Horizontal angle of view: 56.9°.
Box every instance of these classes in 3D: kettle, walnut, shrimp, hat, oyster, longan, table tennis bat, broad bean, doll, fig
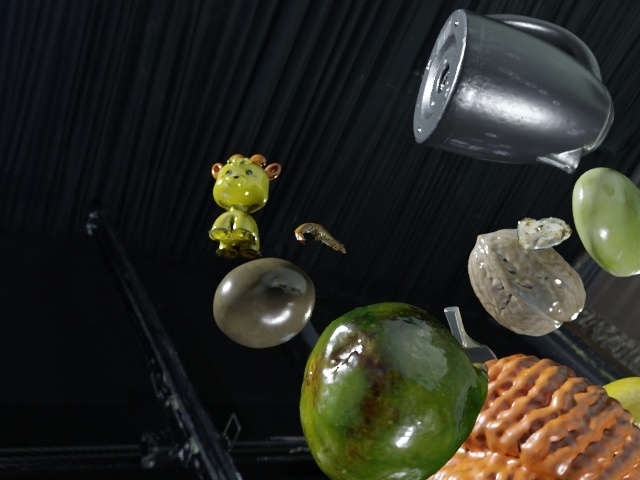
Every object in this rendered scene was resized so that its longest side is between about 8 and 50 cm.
[{"bbox_3d":[0.319,-0.246,0.930,0.290,0.269,0.207,13,160,-6],"label":"kettle"},{"bbox_3d":[0.378,0.076,1.115,0.230,0.178,0.178,47,-156,3],"label":"walnut"},{"bbox_3d":[0.000,0.000,1.350,0.127,0.025,0.091,32,-145,24],"label":"shrimp"},{"bbox_3d":[0.209,0.329,0.749,0.400,0.285,0.285,-25,-131,-30],"label":"hat"},{"bbox_3d":[0.340,-0.012,0.896,0.083,0.054,0.019,-2,-156,8],"label":"oyster"},{"bbox_3d":[-0.118,0.133,1.262,0.220,0.197,0.196,-19,-144,-9],"label":"longan"},{"bbox_3d":[0.302,0.240,1.218,0.130,0.221,0.019,-12,-168,39],"label":"table tennis bat"},{"bbox_3d":[0.544,-0.029,1.087,0.263,0.189,0.121,22,162,-27],"label":"broad bean"},{"bbox_3d":[-0.153,-0.083,1.166,0.142,0.135,0.221,-2,-121,7],"label":"doll"},{"bbox_3d":[0.097,0.162,0.630,0.244,0.195,0.195,4,-151,-21],"label":"fig"}]

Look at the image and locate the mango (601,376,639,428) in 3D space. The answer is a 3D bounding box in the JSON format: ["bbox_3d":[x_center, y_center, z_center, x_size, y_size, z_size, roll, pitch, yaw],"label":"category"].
[{"bbox_3d":[0.604,0.420,1.253,0.195,0.332,0.142,29,-155,-24],"label":"mango"}]
